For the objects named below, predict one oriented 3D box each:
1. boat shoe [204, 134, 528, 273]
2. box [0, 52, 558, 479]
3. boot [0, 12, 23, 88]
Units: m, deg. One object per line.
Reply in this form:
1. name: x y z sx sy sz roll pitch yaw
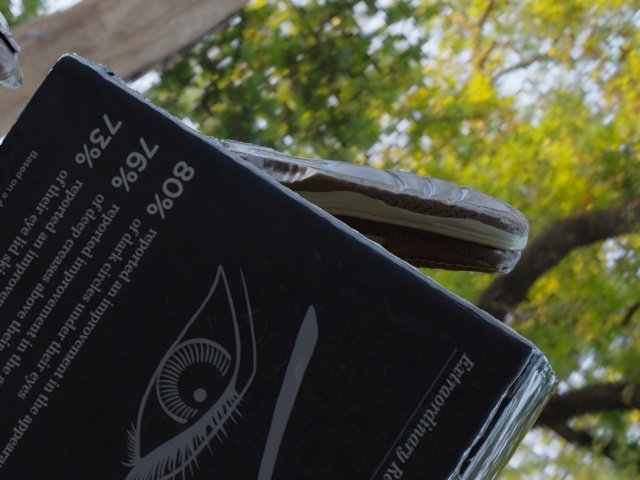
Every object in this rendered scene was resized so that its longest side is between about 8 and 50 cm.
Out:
1. boat shoe: 0.003 -0.001 1.031 0.257 0.095 0.095 13 -79 19
2. box: -0.041 0.055 0.589 0.207 0.153 0.108 34 -4 15
3. boot: -0.246 -0.156 1.128 0.118 0.042 0.087 48 -6 20
